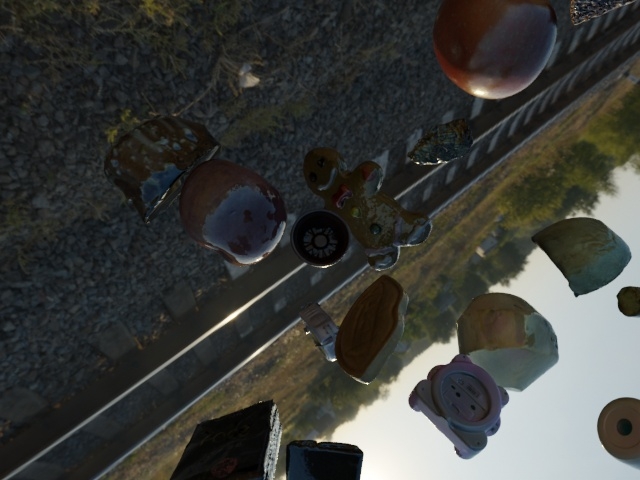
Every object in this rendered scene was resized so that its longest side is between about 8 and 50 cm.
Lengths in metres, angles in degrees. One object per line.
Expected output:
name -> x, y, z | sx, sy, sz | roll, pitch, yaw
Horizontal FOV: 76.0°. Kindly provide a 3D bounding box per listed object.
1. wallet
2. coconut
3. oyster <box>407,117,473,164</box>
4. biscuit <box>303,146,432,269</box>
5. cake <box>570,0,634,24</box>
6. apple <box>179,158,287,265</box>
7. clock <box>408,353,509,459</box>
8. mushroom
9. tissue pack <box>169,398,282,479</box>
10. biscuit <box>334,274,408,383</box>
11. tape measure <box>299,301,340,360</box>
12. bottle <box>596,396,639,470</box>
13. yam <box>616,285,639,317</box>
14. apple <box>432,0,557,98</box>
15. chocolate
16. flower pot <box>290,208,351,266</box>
wallet -> 0.003, 0.594, 0.940 | 0.044, 0.171, 0.321 | -65, 159, -72
coconut -> 0.679, 0.375, 1.502 | 0.353, 0.352, 0.352 | -39, 162, -15
oyster -> 0.318, -0.259, 1.103 | 0.177, 0.105, 0.056 | -7, -163, 29
biscuit -> 0.099, -0.104, 1.225 | 0.283, 0.432, 0.064 | -47, 174, 39
cake -> 0.787, -0.650, 1.067 | 0.135, 0.246, 0.112 | 57, 47, -58
apple -> -0.243, -0.072, 1.121 | 0.235, 0.306, 0.305 | -62, 166, -13
clock -> 0.397, 0.448, 1.150 | 0.248, 0.227, 0.090 | -25, 146, -38
mushroom -> 0.675, 0.021, 1.060 | 0.164, 0.189, 0.267 | -42, 161, 26
tissue pack -> -0.228, 0.529, 1.004 | 0.245, 0.123, 0.332 | -12, -175, 1
biscuit -> 0.081, 0.138, 0.676 | 0.142, 0.029, 0.220 | -32, -158, 39
tape measure -> 0.019, 0.367, 1.585 | 0.120, 0.236, 0.197 | -29, 115, -15
bottle -> 0.785, 0.473, 0.942 | 0.147, 0.237, 0.147 | -60, -170, 18
yam -> 0.894, 0.159, 1.015 | 0.357, 0.081, 0.081 | 5, 142, -16
apple -> 0.490, -0.587, 1.158 | 0.348, 0.348, 0.277 | -30, 165, -36
chocolate -> -0.466, -0.236, 1.179 | 0.340, 0.210, 0.225 | -56, -171, -35
flower pot -> 0.000, 0.000, 0.784 | 0.111, 0.111, 0.089 | -42, 174, -5
